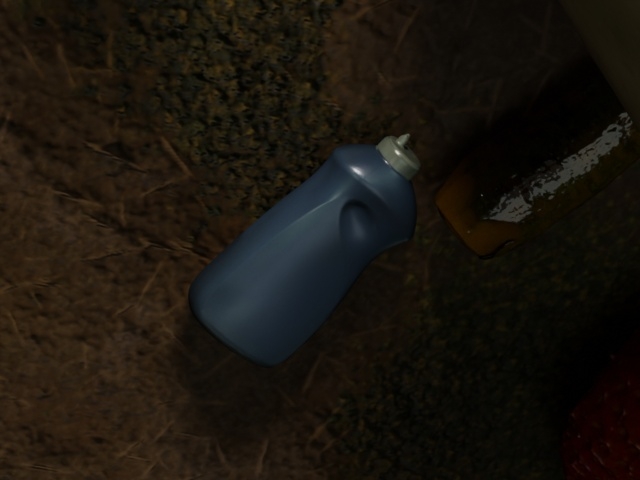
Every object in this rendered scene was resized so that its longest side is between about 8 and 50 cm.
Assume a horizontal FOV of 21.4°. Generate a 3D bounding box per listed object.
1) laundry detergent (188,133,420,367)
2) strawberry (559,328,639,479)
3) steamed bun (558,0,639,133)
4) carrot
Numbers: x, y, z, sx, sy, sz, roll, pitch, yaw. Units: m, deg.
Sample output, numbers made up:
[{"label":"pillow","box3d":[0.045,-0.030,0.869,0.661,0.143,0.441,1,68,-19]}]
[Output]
[{"label":"laundry detergent","box3d":[0.000,-0.001,1.233,0.097,0.061,0.206,36,110,-26]},{"label":"strawberry","box3d":[0.336,0.171,1.369,0.238,0.250,0.288,-21,164,-44]},{"label":"steamed bun","box3d":[0.265,-0.231,0.850,0.290,0.371,0.456,-28,173,-36]},{"label":"carrot","box3d":[0.166,-0.057,1.227,0.173,0.082,0.082,-38,127,5]}]
